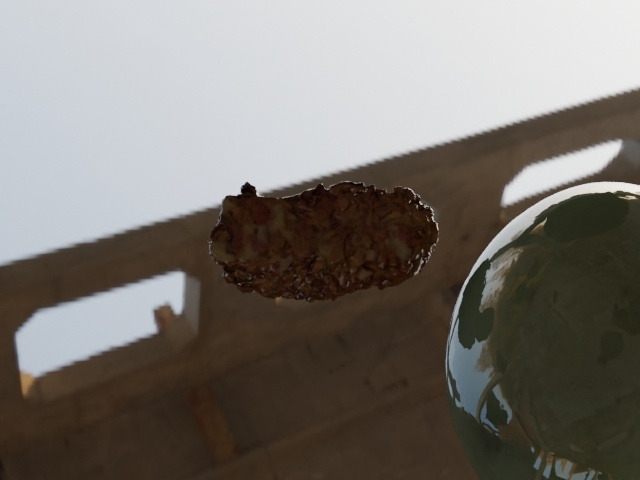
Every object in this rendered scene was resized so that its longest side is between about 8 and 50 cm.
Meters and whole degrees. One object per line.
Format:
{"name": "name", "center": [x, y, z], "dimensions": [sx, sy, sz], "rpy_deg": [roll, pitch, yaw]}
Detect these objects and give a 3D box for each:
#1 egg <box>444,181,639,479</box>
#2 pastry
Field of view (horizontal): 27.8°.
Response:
{"name": "egg", "center": [0.185, 0.075, 0.857], "dimensions": [0.203, 0.203, 0.283], "rpy_deg": [15, -140, 5]}
{"name": "pastry", "center": [0.000, 0.003, 0.955], "dimensions": [0.169, 0.063, 0.087], "rpy_deg": [0, -95, -7]}
